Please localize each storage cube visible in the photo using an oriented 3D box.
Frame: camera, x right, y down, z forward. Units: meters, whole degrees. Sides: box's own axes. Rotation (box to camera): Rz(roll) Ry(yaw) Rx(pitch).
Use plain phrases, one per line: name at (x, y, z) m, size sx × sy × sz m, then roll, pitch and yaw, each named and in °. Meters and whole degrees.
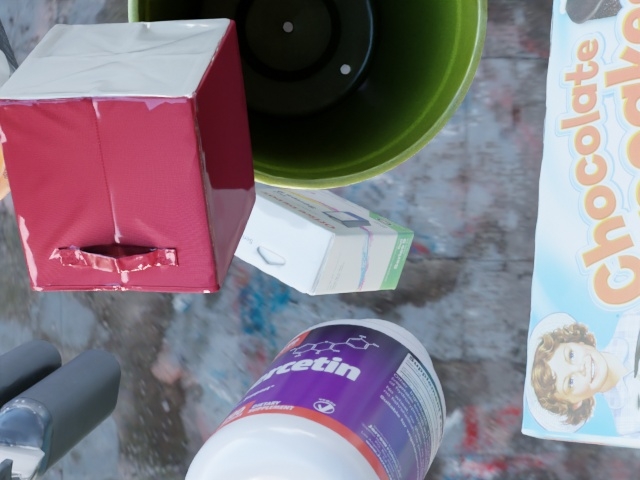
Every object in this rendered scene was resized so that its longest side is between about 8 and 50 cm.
storage cube at (-0.172, -0.082, 1.285) m, size 0.183 × 0.215 × 0.193 m, roll 0°, pitch 120°, yaw 9°

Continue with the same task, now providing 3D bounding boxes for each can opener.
can opener at (-0.170, 0.112, 0.706) m, size 0.074 × 0.280 × 0.093 m, roll 10°, pitch 101°, yaw 4°

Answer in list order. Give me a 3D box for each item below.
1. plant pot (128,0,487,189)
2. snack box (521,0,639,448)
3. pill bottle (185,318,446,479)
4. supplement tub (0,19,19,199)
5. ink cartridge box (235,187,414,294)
plant pot at (-0.026, -0.249, 1.588) m, size 0.366 × 0.353 × 0.367 m, roll 0°, pitch 95°, yaw -5°
snack box at (0.199, -0.057, 0.682) m, size 0.060 × 0.187 × 0.322 m, roll 12°, pitch 80°, yaw -43°
pill bottle at (0.010, 0.186, 1.277) m, size 0.181 × 0.323 × 0.182 m, roll 6°, pitch 110°, yaw 16°
supplement tub at (-0.441, -0.175, 1.603) m, size 0.193 × 0.316 × 0.194 m, roll -13°, pitch 128°, yaw -17°
ink cartridge box at (0.000, 0.000, 1.822) m, size 0.154 × 0.212 × 0.093 m, roll 27°, pitch 106°, yaw 29°
